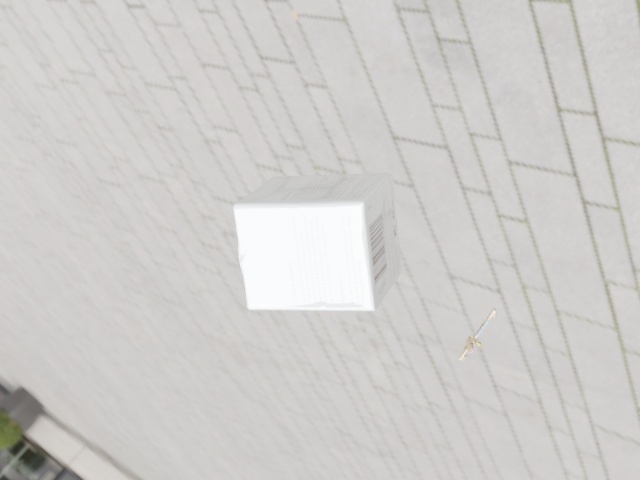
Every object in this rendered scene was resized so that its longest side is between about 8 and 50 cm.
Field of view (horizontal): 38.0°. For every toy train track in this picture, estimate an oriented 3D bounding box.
[{"bbox_3d":[0.213,0.127,1.238,0.014,0.083,0.048,31,-166,-4],"label":"toy train track"}]

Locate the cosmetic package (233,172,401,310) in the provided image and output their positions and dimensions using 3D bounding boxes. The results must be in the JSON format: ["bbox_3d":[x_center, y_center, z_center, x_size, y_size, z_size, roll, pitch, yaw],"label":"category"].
[{"bbox_3d":[0.000,0.000,1.258,0.183,0.151,0.151,0,109,19],"label":"cosmetic package"}]
